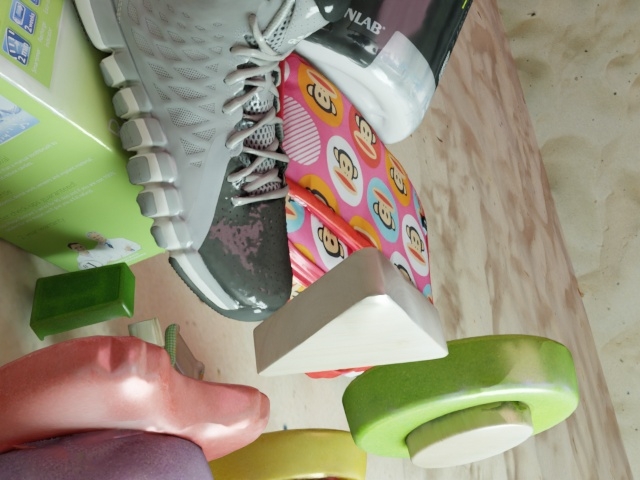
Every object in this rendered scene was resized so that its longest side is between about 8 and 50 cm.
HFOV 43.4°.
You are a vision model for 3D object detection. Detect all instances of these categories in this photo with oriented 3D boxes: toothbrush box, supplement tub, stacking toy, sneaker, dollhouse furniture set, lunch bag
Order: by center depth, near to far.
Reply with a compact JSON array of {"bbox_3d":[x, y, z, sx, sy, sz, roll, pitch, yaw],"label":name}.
[{"bbox_3d":[-0.035,-0.073,0.413,0.228,0.132,0.086,67,27,-8],"label":"sneaker"},{"bbox_3d":[-0.009,0.142,0.416,0.309,0.280,0.130,29,44,-49],"label":"stacking toy"},{"bbox_3d":[-0.184,-0.132,0.457,0.283,0.122,0.206,37,40,-47],"label":"toothbrush box"},{"bbox_3d":[-0.126,0.081,0.525,0.151,0.059,0.076,71,8,-48],"label":"dollhouse furniture set"},{"bbox_3d":[0.000,0.000,0.748,0.293,0.120,0.258,40,41,-45],"label":"lunch bag"},{"bbox_3d":[0.065,-0.289,0.835,0.207,0.207,0.338,40,69,-47],"label":"supplement tub"}]
